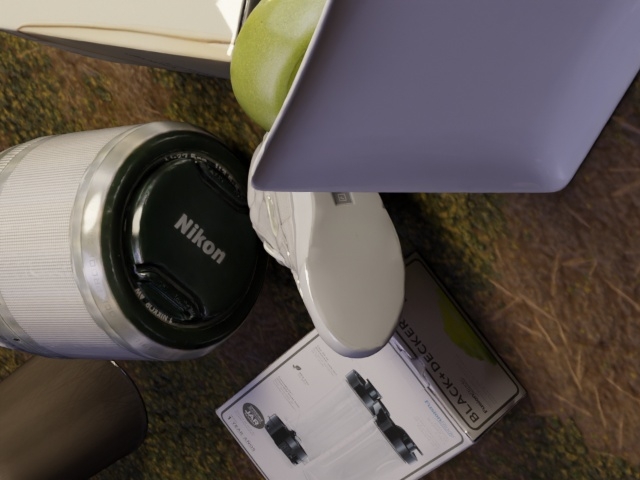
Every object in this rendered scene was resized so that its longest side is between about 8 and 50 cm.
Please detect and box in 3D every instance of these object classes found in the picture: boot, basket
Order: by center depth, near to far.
[{"bbox_3d":[0.000,0.000,1.553,0.123,0.095,0.258,125,141,-56],"label":"boot"},{"bbox_3d":[-0.338,0.232,1.989,0.204,0.227,0.154,-11,108,48],"label":"basket"}]

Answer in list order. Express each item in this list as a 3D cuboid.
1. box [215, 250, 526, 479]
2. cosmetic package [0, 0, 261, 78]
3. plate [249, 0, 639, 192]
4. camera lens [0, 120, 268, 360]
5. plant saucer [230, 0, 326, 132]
[{"bbox_3d":[0.040,0.151,1.670,0.169,0.087,0.290,52,141,4],"label":"box"},{"bbox_3d":[-0.116,-0.200,1.495,0.309,0.160,0.113,12,90,43],"label":"cosmetic package"},{"bbox_3d":[0.107,-0.136,1.306,0.277,0.278,0.045,117,144,-47],"label":"plate"},{"bbox_3d":[-0.202,0.004,1.704,0.274,0.219,0.219,-3,114,46],"label":"camera lens"},{"bbox_3d":[0.053,-0.136,1.356,0.241,0.241,0.037,118,143,-47],"label":"plant saucer"}]
